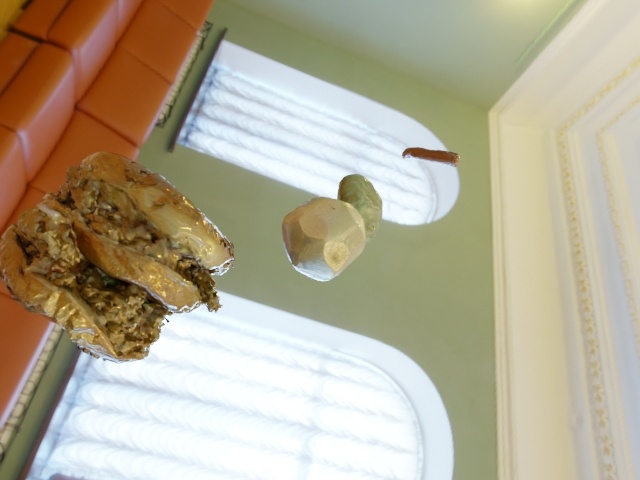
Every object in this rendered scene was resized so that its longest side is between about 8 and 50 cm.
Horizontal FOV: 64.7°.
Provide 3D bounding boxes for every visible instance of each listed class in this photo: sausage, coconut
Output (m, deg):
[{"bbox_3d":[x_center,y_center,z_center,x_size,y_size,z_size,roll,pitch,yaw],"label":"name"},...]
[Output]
[{"bbox_3d":[0.293,-0.225,1.352,0.036,0.157,0.042,-24,123,-62],"label":"sausage"},{"bbox_3d":[-0.002,-0.002,1.009,0.162,0.161,0.161,-30,166,-34],"label":"coconut"}]

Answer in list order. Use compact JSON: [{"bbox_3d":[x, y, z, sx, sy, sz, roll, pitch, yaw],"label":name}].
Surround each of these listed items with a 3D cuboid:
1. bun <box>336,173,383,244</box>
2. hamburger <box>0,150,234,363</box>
[{"bbox_3d":[0.097,-0.068,1.266,0.195,0.118,0.196,7,90,-83],"label":"bun"},{"bbox_3d":[-0.247,0.027,0.654,0.211,0.260,0.245,-51,180,-12],"label":"hamburger"}]
